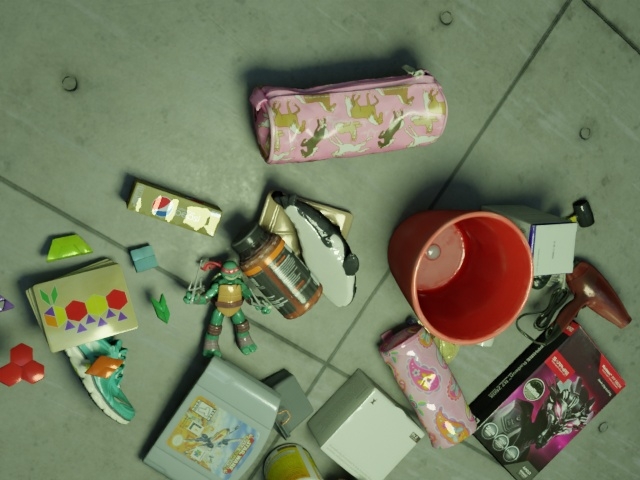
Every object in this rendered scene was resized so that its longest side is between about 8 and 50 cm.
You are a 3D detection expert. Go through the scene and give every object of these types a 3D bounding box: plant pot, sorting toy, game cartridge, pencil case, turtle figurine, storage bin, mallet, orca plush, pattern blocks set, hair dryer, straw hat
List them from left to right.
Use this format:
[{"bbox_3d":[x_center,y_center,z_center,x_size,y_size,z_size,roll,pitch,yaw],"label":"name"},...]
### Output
[{"bbox_3d":[-0.460,0.129,1.429,0.324,0.026,0.286,-7,78,-21],"label":"pattern blocks set"},{"bbox_3d":[-0.220,0.406,1.561,0.198,0.062,0.297,34,105,-1],"label":"game cartridge"},{"bbox_3d":[-0.187,0.129,1.522,0.175,0.118,0.234,3,118,-2],"label":"turtle figurine"},{"bbox_3d":[-0.079,0.355,1.625,0.091,0.098,0.135,-35,110,-17],"label":"storage bin"},{"bbox_3d":[-0.048,0.008,1.579,0.208,0.038,0.193,15,99,-24],"label":"sorting toy"},{"bbox_3d":[0.000,0.000,1.546,0.151,0.102,0.287,-29,111,38],"label":"orca plush"},{"bbox_3d":[0.052,-0.249,1.479,0.386,0.160,0.167,-10,98,-13],"label":"pencil case"},{"bbox_3d":[0.240,0.325,1.667,0.124,0.124,0.284,-31,96,-7],"label":"pencil case"},{"bbox_3d":[0.281,0.241,1.715,0.144,0.061,0.145,-4,105,-15],"label":"straw hat"},{"bbox_3d":[0.274,0.051,1.569,0.274,0.243,0.275,-3,104,-14],"label":"plant pot"},{"bbox_3d":[0.563,-0.022,1.747,0.189,0.039,0.062,-34,107,-4],"label":"mallet"},{"bbox_3d":[0.595,0.152,1.746,0.293,0.080,0.224,10,74,-7],"label":"hair dryer"}]

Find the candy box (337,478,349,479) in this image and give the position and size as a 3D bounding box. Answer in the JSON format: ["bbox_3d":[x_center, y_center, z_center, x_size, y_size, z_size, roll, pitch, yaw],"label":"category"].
[{"bbox_3d":[0.125,0.683,1.667,0.316,0.087,0.183,48,49,-41],"label":"candy box"}]

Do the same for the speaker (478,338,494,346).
[{"bbox_3d":[0.391,0.178,1.736,0.055,0.055,0.136,6,102,-18],"label":"speaker"}]

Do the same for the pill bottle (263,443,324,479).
[{"bbox_3d":[-0.048,0.542,1.608,0.117,0.215,0.117,-4,104,-15],"label":"pill bottle"}]

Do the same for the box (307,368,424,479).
[{"bbox_3d":[0.102,0.426,1.676,0.182,0.119,0.181,-46,110,-2],"label":"box"}]

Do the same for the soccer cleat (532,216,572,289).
[{"bbox_3d":[0.519,0.026,1.679,0.060,0.072,0.179,24,82,1],"label":"soccer cleat"}]

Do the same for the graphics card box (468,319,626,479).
[{"bbox_3d":[0.544,0.391,1.812,0.371,0.094,0.233,-43,111,-2],"label":"graphics card box"}]

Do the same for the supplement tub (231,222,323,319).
[{"bbox_3d":[-0.091,0.058,1.491,0.106,0.106,0.198,-41,108,-4],"label":"supplement tub"}]

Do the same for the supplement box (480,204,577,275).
[{"bbox_3d":[0.446,-0.006,1.619,0.113,0.220,0.111,-3,105,-18],"label":"supplement box"}]

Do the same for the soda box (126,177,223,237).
[{"bbox_3d":[-0.291,-0.065,1.472,0.181,0.061,0.058,20,97,-20],"label":"soda box"}]

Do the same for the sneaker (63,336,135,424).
[{"bbox_3d":[-0.435,0.250,1.489,0.110,0.107,0.275,-28,109,-18],"label":"sneaker"}]
